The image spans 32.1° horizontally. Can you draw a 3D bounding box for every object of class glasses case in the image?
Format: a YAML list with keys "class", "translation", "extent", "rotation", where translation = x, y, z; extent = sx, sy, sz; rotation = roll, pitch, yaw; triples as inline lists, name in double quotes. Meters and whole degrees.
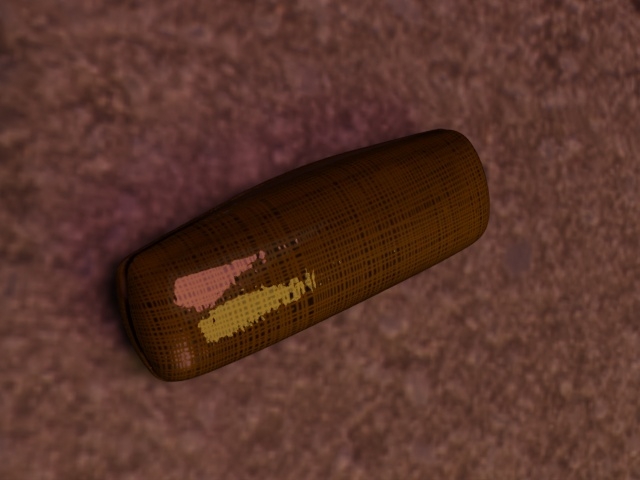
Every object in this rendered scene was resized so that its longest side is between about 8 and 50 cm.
- class: "glasses case"
  translation: [0.000, 0.000, 0.600]
  extent: [0.234, 0.064, 0.079]
  rotation: [-24, 107, -32]
